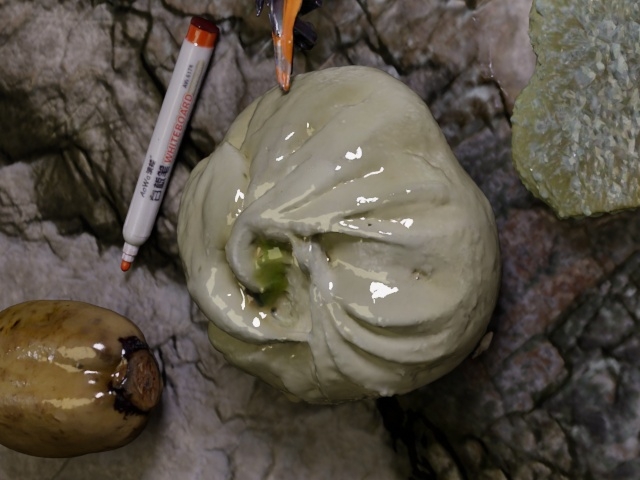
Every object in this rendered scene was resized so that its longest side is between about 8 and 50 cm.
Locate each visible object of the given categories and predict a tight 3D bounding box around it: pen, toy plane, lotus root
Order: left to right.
[{"bbox_3d":[-0.219,0.111,1.383,0.221,0.118,0.125,-1,62,39],"label":"lotus root"},{"bbox_3d":[-0.124,-0.071,1.349,0.026,0.026,0.218,32,113,29],"label":"pen"},{"bbox_3d":[-0.017,-0.181,1.220,0.135,0.062,0.188,-24,61,35],"label":"toy plane"}]

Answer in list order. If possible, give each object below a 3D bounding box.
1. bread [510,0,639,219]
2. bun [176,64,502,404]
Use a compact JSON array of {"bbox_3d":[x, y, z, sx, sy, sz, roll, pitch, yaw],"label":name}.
[{"bbox_3d":[0.232,-0.123,1.068,0.286,0.056,0.207,-14,88,35],"label":"bread"},{"bbox_3d":[0.000,0.000,1.186,0.259,0.160,0.259,2,93,38],"label":"bun"}]
